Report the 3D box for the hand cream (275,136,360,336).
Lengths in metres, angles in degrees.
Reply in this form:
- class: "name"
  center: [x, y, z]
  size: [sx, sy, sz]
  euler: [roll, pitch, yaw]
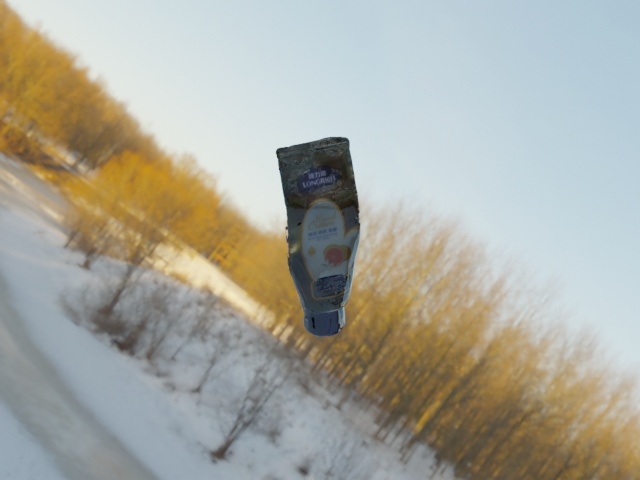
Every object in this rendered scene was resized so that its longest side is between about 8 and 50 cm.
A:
- class: "hand cream"
  center: [0.000, 0.000, 0.707]
  size: [0.039, 0.062, 0.163]
  euler: [-128, -150, -58]
